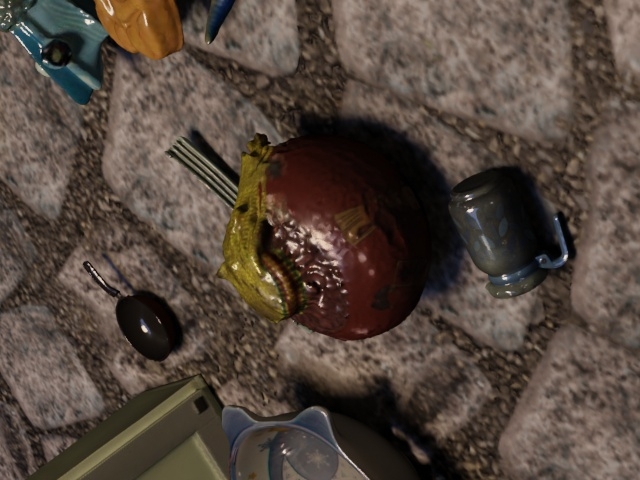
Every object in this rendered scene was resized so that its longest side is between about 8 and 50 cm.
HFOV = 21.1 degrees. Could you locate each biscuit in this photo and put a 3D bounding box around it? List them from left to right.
[{"bbox_3d":[-0.168,-0.266,1.236,0.202,0.044,0.288,31,139,57],"label":"biscuit"}]

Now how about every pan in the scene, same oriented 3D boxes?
[{"bbox_3d":[-0.171,0.058,1.560,0.115,0.023,0.068,50,144,0],"label":"pan"}]

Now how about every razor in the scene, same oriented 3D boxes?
[{"bbox_3d":[-0.050,-0.014,1.365,0.191,0.037,0.068,44,100,18],"label":"razor"}]

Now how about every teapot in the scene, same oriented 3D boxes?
[{"bbox_3d":[0.129,-0.008,1.178,0.083,0.064,0.049,63,174,-17],"label":"teapot"}]

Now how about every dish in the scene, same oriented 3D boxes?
[{"bbox_3d":[0.035,0.214,1.414,0.228,0.086,0.236,-12,109,49],"label":"dish"}]

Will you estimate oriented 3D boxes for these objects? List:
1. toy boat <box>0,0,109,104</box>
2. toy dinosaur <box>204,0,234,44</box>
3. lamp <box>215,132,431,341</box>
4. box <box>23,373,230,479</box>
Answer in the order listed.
[{"bbox_3d":[-0.258,-0.200,1.373,0.238,0.109,0.098,44,113,12],"label":"toy boat"},{"bbox_3d":[-0.011,-0.222,1.134,0.188,0.075,0.247,27,129,26],"label":"toy dinosaur"},{"bbox_3d":[0.001,0.004,1.242,0.157,0.135,0.156,8,125,41],"label":"lamp"},{"bbox_3d":[-0.153,0.278,1.549,0.117,0.225,0.225,-21,102,52],"label":"box"}]
